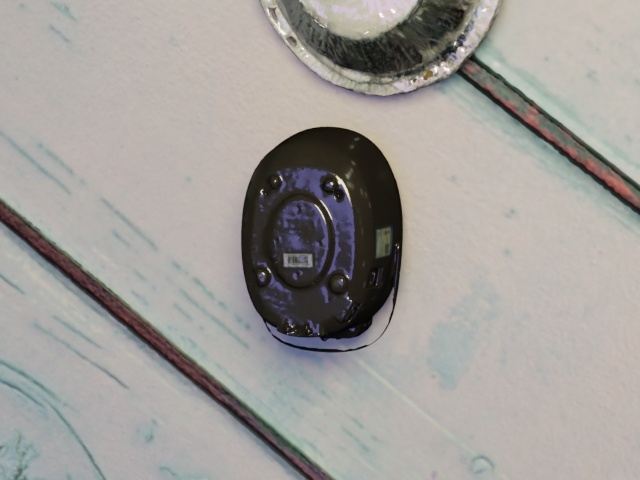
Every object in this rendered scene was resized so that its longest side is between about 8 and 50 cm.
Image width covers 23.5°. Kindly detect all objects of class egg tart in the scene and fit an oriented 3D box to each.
[{"bbox_3d":[0.046,-0.238,1.321,0.234,0.094,0.234,4,104,17],"label":"egg tart"}]

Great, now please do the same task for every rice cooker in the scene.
[{"bbox_3d":[0.000,0.001,1.370,0.142,0.118,0.203,1,97,19],"label":"rice cooker"}]
